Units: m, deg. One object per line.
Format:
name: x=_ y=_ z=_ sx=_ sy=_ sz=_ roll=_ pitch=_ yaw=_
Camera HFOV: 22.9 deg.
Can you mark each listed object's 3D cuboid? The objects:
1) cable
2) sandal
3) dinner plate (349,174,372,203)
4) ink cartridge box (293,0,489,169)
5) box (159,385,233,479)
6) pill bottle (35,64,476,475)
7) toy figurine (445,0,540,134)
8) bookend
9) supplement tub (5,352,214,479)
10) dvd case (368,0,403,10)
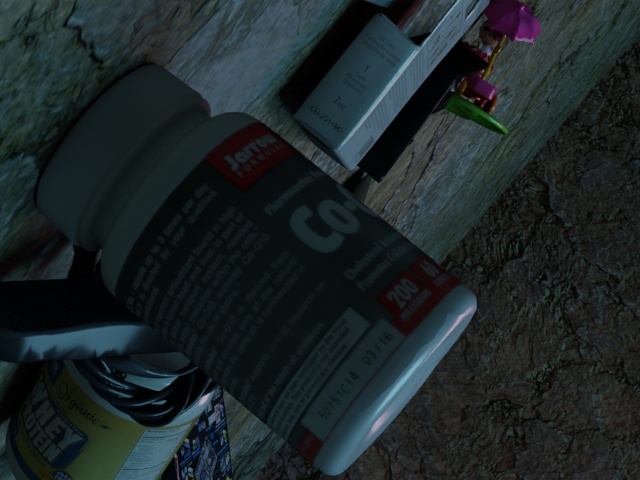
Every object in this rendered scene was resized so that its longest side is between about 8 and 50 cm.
cable: x=-0.135 y=0.057 z=1.249 sx=0.150 sy=0.047 sz=0.185 roll=2 pitch=90 yaw=-45
sandal: x=-0.147 y=0.066 z=1.170 sx=0.254 sy=0.097 sz=0.054 roll=2 pitch=118 yaw=-32
dinner plate: x=0.035 y=-0.029 z=2.101 sx=0.141 sy=0.017 sz=0.141 roll=-155 pitch=-90 yaw=-86
ink cartridge box: x=0.078 y=-0.185 z=1.576 sx=0.239 sy=0.060 sz=0.275 roll=-52 pitch=176 yaw=1
box: x=-0.159 y=0.253 z=1.865 sx=0.220 sy=0.051 sz=0.175 roll=-34 pitch=119 yaw=-76
pill bottle: x=-0.048 y=0.014 z=1.094 sx=0.161 sy=0.283 sz=0.161 roll=-49 pitch=171 yaw=-11
toy figurine: x=0.214 y=-0.236 z=2.022 sx=0.159 sy=0.130 sz=0.173 roll=-60 pitch=-167 yaw=0
bookend: x=0.108 y=-0.160 z=1.857 sx=0.157 sy=0.072 sz=0.156 roll=-54 pitch=171 yaw=20
supplement tub: x=-0.179 y=0.136 z=1.391 sx=0.200 sy=0.144 sz=0.144 roll=-57 pitch=169 yaw=32
dvd case: x=0.111 y=-0.311 z=1.396 sx=0.239 sy=0.029 sz=0.179 roll=-52 pitch=171 yaw=12
